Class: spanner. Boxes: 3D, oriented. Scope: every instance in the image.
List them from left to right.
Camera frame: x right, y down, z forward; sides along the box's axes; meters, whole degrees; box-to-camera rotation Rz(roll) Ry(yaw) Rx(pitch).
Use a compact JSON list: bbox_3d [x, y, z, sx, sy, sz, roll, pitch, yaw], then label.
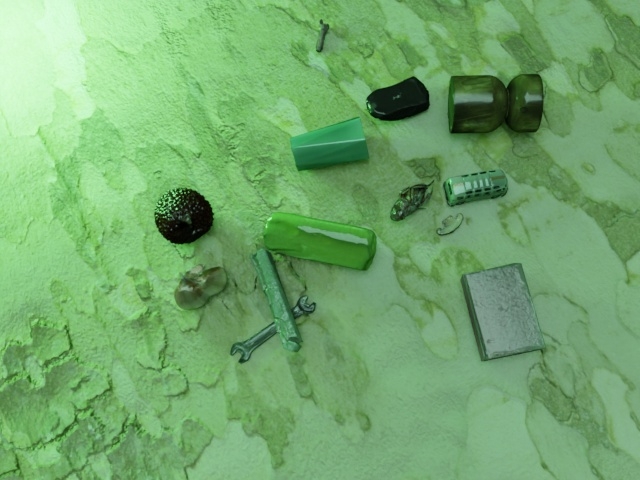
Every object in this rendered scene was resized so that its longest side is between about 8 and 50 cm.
[{"bbox_3d":[-0.145,0.269,1.885,0.302,0.017,0.071,-37,71,-3],"label":"spanner"}]

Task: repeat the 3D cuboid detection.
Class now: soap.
[{"bbox_3d":[0.526,0.207,1.800,0.181,0.081,0.259,-13,74,1],"label":"soap"}]

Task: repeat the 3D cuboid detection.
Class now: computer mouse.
[{"bbox_3d":[0.249,-0.449,1.999,0.217,0.073,0.122,-19,77,-6],"label":"computer mouse"}]

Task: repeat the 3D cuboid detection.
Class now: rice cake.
[{"bbox_3d":[-0.130,0.180,1.868,0.063,0.066,0.336,-27,68,10],"label":"rice cake"}]

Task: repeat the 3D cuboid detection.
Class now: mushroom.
[{"bbox_3d":[0.402,-0.049,1.910,0.101,0.019,0.049,-35,76,-6],"label":"mushroom"}]

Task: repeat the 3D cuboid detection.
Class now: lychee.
[{"bbox_3d":[-0.431,-0.081,1.925,0.188,0.188,0.188,-1,76,5],"label":"lychee"}]

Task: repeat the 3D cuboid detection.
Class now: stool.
[{"bbox_3d":[0.533,-0.422,1.910,0.264,0.179,0.179,1,76,6],"label":"stool"}]

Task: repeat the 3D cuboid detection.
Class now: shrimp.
[{"bbox_3d":[0.289,-0.129,1.918,0.190,0.075,0.073,-38,43,-15],"label":"shrimp"}]

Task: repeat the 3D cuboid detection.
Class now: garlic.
[{"bbox_3d":[-0.371,0.137,1.904,0.174,0.099,0.124,-28,90,-2],"label":"garlic"}]

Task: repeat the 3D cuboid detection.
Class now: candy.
[{"bbox_3d":[0.000,0.000,1.877,0.343,0.142,0.132,11,90,9],"label":"candy"}]

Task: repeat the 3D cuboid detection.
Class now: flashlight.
[{"bbox_3d":[0.002,-0.696,2.110,0.031,0.052,0.110,5,80,44],"label":"flashlight"}]

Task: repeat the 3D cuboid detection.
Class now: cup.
[{"bbox_3d":[0.026,-0.304,1.956,0.236,0.134,0.148,-11,72,4],"label":"cup"}]

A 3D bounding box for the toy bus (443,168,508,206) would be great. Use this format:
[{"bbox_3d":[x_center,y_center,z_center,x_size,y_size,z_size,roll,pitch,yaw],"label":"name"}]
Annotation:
[{"bbox_3d":[0.482,-0.168,1.896,0.194,0.089,0.087,-10,75,2],"label":"toy bus"}]
